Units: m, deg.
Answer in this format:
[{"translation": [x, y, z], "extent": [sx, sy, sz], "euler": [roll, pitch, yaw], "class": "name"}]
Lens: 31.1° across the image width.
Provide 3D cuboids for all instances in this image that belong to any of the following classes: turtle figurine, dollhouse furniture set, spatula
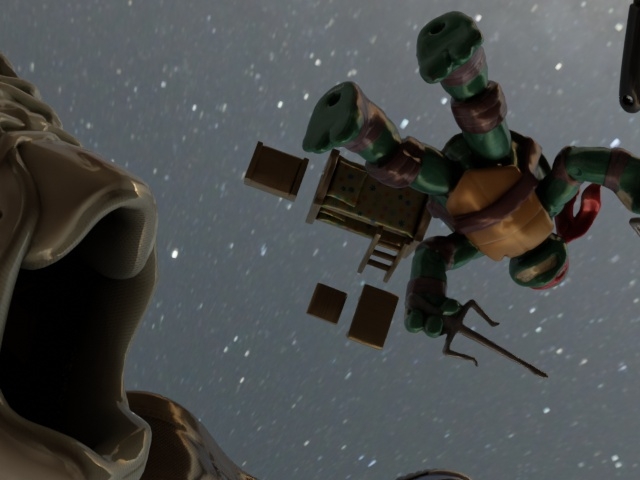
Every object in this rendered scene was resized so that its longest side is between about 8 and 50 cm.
[{"translation": [0.105, -0.019, 0.690], "extent": [0.175, 0.118, 0.234], "euler": [-42, -60, 5], "class": "turtle figurine"}, {"translation": [0.000, 0.000, 1.110], "extent": [0.181, 0.101, 0.161], "euler": [19, -102, -2], "class": "dollhouse furniture set"}, {"translation": [0.326, -0.258, 1.175], "extent": [0.084, 0.296, 0.030], "euler": [24, -131, 36], "class": "spatula"}]

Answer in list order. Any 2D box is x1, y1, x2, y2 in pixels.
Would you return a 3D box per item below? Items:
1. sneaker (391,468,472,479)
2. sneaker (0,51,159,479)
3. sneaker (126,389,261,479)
[{"translation": [0.062, 0.255, 0.969], "extent": [0.211, 0.081, 0.080], "euler": [-20, -85, -35], "class": "sneaker"}, {"translation": [-0.098, -0.015, 0.350], "extent": [0.090, 0.115, 0.232], "euler": [4, -114, -58], "class": "sneaker"}, {"translation": [-0.051, 0.149, 0.559], "extent": [0.188, 0.066, 0.071], "euler": [44, -141, -34], "class": "sneaker"}]
